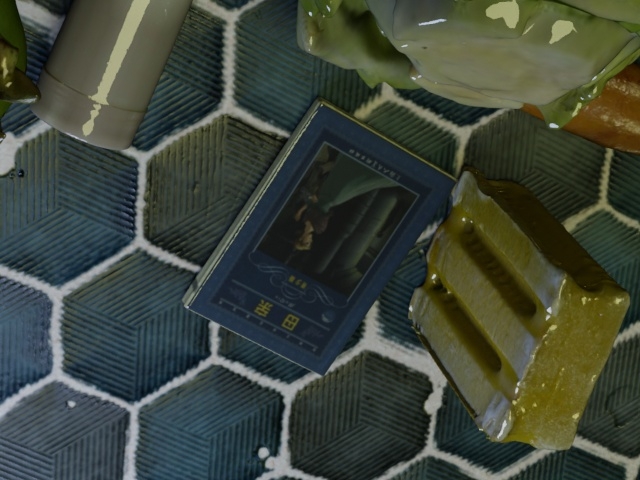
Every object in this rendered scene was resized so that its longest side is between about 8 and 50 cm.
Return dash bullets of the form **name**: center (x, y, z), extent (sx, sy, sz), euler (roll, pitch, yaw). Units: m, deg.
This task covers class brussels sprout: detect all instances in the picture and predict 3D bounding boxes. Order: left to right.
- **brussels sprout**: center (0.188, -0.326, 1.731), extent (0.425, 0.342, 0.361), euler (6, 72, 14)

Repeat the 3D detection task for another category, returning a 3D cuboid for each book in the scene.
- **book**: center (0.000, 0.000, 1.981), extent (0.191, 0.025, 0.269), euler (29, 102, -25)

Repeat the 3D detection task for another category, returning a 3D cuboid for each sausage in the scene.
- **sausage**: center (0.291, -0.159, 1.954), extent (0.270, 0.109, 0.109), euler (19, 106, -25)

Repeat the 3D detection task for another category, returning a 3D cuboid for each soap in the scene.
- **soap**: center (0.197, 0.067, 1.905), extent (0.091, 0.315, 0.199), euler (12, 107, -20)

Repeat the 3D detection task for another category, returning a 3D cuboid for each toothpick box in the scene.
- **toothpick box**: center (-0.203, -0.189, 1.796), extent (0.111, 0.111, 0.181), euler (19, 105, -22)

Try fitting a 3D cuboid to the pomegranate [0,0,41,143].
- **pomegranate**: center (-0.375, -0.164, 1.647), extent (0.260, 0.340, 0.260), euler (-19, 121, -34)
